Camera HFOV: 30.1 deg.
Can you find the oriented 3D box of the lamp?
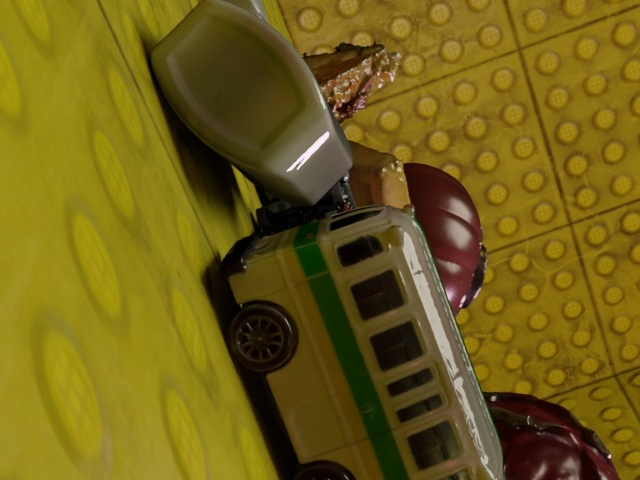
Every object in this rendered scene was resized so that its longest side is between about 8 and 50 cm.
[{"bbox_3d":[0.126,0.024,1.889,0.303,0.257,0.303,-162,-90,-77],"label":"lamp"}]

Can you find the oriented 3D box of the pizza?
[{"bbox_3d":[0.001,-0.187,1.535,0.289,0.229,0.081,-99,166,-70],"label":"pizza"}]

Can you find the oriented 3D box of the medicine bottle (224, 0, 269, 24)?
[{"bbox_3d":[-0.124,-0.371,1.842,0.119,0.069,0.183,63,9,-49],"label":"medicine bottle"}]

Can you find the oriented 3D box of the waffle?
[{"bbox_3d":[0.040,-0.042,1.658,0.248,0.055,0.221,24,-40,47],"label":"waffle"}]

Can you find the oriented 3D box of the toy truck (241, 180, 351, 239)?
[{"bbox_3d":[-0.013,0.018,1.287,0.252,0.108,0.114,-79,150,-78],"label":"toy truck"}]

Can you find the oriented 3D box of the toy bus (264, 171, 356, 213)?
[{"bbox_3d":[0.000,0.000,1.502,0.120,0.121,0.265,78,-5,-58],"label":"toy bus"}]

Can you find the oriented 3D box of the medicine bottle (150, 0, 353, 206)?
[{"bbox_3d":[-0.055,-0.122,1.191,0.179,0.124,0.324,44,-1,9],"label":"medicine bottle"}]

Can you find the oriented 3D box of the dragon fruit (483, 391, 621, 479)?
[{"bbox_3d":[0.213,0.327,1.405,0.329,0.329,0.329,-20,90,-85],"label":"dragon fruit"}]

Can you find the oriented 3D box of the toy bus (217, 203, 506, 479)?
[{"bbox_3d":[0.043,0.127,1.017,0.143,0.179,0.305,-76,146,-82],"label":"toy bus"}]
